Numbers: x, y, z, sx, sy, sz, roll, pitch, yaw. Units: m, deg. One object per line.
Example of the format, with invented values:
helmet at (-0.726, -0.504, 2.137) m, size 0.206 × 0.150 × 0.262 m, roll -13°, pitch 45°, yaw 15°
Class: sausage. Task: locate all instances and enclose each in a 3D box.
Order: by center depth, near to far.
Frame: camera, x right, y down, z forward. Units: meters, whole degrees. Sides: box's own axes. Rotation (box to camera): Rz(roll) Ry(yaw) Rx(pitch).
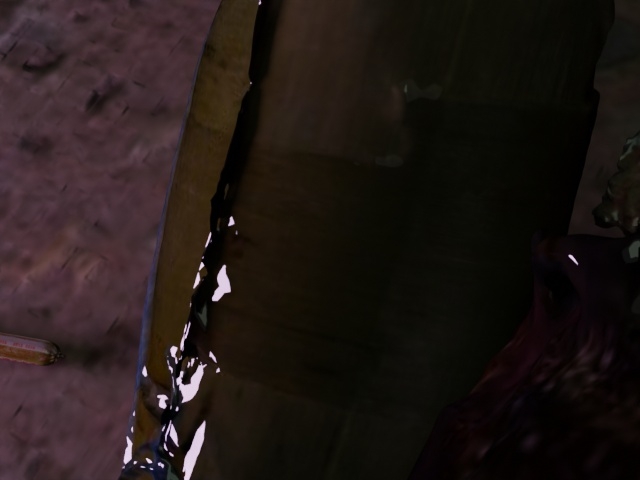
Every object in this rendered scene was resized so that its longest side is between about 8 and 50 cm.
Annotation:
sausage at (-0.183, 0.055, 0.810) m, size 0.100 × 0.015 × 0.015 m, roll 8°, pitch 58°, yaw 14°

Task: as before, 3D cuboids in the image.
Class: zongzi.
zongzi at (0.000, 0.000, 0.760) m, size 0.174 × 0.393 × 0.356 m, roll 15°, pitch 95°, yaw -10°

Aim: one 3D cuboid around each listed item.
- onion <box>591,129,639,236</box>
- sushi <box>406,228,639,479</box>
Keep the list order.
onion at (0.318, -0.019, 0.700) m, size 0.349 × 0.159 × 0.267 m, roll -10°, pitch 43°, yaw 25°
sushi at (0.144, 0.169, 0.509) m, size 0.281 × 0.299 × 0.294 m, roll 12°, pitch 55°, yaw 34°
